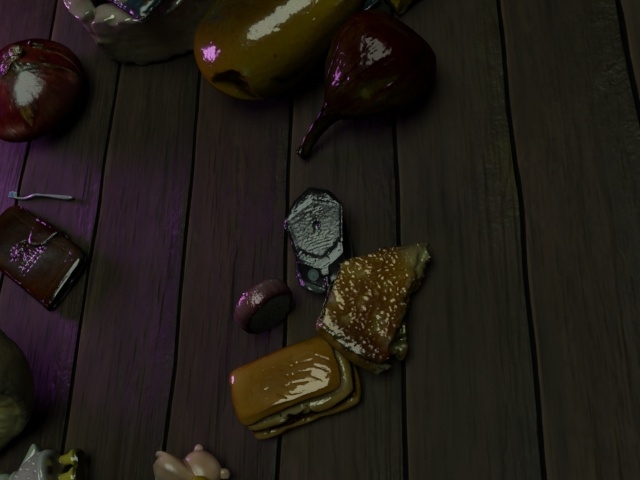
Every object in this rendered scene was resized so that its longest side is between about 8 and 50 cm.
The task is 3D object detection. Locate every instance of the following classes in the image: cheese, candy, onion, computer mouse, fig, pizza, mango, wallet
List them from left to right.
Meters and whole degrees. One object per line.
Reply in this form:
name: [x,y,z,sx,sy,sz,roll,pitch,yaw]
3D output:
onion: [-0.616,-0.323,1.559,0.248,0.161,0.248,-23,50,30]
wallet: [-0.567,0.022,1.452,0.255,0.031,0.137,29,80,27]
cheese: [-0.375,-0.523,1.554,0.332,0.153,0.292,-12,64,14]
candy: [-0.092,0.107,1.211,0.103,0.103,0.043,-41,61,-2]
mango: [-0.070,-0.403,1.350,0.365,0.182,0.253,-31,45,24]
computer mouse: [0.000,0.000,1.250,0.106,0.062,0.192,-14,70,12]
fig: [0.079,-0.249,1.285,0.190,0.190,0.290,28,96,27]
pizza: [0.082,0.093,1.168,0.147,0.069,0.226,17,68,2]

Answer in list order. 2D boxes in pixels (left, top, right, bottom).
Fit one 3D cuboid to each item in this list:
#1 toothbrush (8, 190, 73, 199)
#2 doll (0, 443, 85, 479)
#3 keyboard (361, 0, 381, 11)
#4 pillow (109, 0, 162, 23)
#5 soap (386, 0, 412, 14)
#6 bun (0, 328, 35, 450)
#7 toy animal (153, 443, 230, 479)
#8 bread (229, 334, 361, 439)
toothbrush: [-0.571,-0.088,1.513,0.162,0.014,0.017,5,88,20]
doll: [-0.488,0.404,1.231,0.207,0.081,0.129,-22,55,11]
keyboard: [0.035,-0.428,1.450,0.176,0.014,0.055,-38,60,0]
pillow: [-0.368,-0.540,1.454,0.255,0.034,0.189,32,80,27]
soap: [0.088,-0.601,1.402,0.096,0.204,0.324,-33,62,-1]
bun: [-0.667,0.233,1.234,0.364,0.364,0.202,-25,50,7]
toy animal: [-0.200,0.363,1.159,0.114,0.091,0.082,24,48,14]
bread: [-0.041,0.227,1.162,0.200,0.077,0.116,-22,54,8]
